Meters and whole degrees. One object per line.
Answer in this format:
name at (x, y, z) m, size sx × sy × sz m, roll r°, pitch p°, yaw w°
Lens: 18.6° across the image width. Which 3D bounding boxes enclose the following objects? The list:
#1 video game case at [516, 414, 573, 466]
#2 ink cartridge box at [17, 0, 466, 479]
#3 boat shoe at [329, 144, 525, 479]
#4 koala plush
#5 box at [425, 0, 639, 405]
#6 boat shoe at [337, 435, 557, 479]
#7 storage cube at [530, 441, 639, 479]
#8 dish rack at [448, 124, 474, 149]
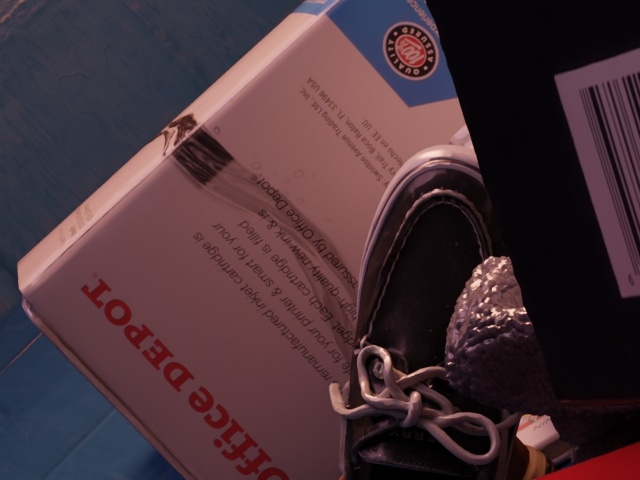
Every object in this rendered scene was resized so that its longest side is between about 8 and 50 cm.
video game case at (0.200, 0.062, 1.328) m, size 0.206 × 0.026 × 0.227 m, roll -34°, pitch 15°, yaw 28°
ink cartridge box at (0.000, 0.000, 1.520) m, size 0.395 × 0.285 × 0.166 m, roll -42°, pitch 12°, yaw -2°
boat shoe at (0.057, 0.101, 1.106) m, size 0.105 × 0.113 × 0.306 m, roll -29°, pitch -50°, yaw -77°
koala plush at (0.207, 0.042, 1.072) m, size 0.203 × 0.196 × 0.221 m, roll -22°, pitch 21°, yaw 26°
box at (0.301, -0.092, 0.822) m, size 0.395 × 0.212 × 0.293 m, roll -18°, pitch 2°, yaw -26°
boat shoe at (-0.004, 0.209, 1.243) m, size 0.324 × 0.120 × 0.122 m, roll -40°, pitch 14°, yaw 10°
storage cube at (0.129, 0.204, 0.757) m, size 0.193 × 0.183 × 0.215 m, roll -28°, pitch 20°, yaw 44°
dish rack at (0.214, -0.093, 1.266) m, size 0.333 × 0.072 × 0.285 m, roll -40°, pitch -20°, yaw 4°
